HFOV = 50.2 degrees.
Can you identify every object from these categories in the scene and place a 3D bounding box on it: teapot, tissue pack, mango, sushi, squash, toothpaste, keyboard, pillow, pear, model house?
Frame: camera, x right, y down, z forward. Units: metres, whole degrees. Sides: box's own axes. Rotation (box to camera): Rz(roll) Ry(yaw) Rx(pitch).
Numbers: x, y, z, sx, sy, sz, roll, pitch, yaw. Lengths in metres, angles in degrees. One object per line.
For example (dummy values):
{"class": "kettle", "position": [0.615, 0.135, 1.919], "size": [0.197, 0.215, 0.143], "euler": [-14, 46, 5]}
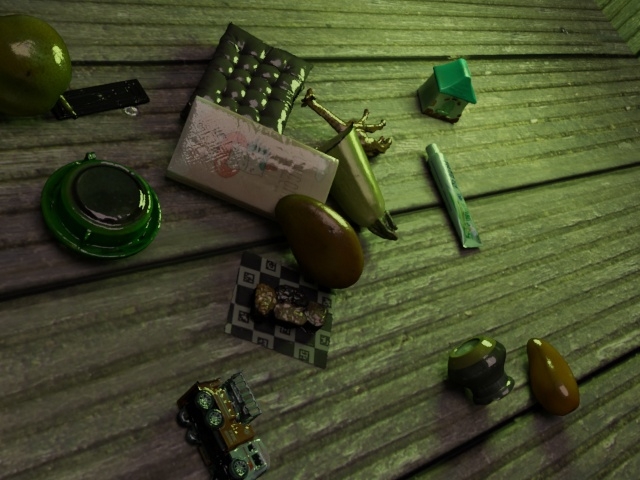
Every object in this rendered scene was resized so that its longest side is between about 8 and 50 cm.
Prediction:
{"class": "teapot", "position": [0.334, 0.264, 1.425], "size": [0.119, 0.130, 0.165], "euler": [59, 15, -5]}
{"class": "tissue pack", "position": [-0.134, -0.148, 1.392], "size": [0.325, 0.071, 0.170], "euler": [23, 79, -17]}
{"class": "mango", "position": [0.000, 0.000, 1.360], "size": [0.227, 0.136, 0.099], "euler": [52, 26, -12]}
{"class": "sushi", "position": [-0.059, 0.119, 1.309], "size": [0.215, 0.050, 0.192], "euler": [23, 50, -18]}
{"class": "squash", "position": [0.069, -0.112, 1.517], "size": [0.137, 0.137, 0.287], "euler": [-15, 76, -38]}
{"class": "toothpaste", "position": [0.331, -0.113, 1.727], "size": [0.075, 0.048, 0.296], "euler": [-1, 63, -40]}
{"class": "keyboard", "position": [-0.443, -0.284, 1.370], "size": [0.204, 0.013, 0.061], "euler": [-24, 75, -41]}
{"class": "mango", "position": [0.514, 0.304, 1.527], "size": [0.102, 0.085, 0.184], "euler": [7, 46, -24]}
{"class": "pillow", "position": [-0.155, -0.334, 1.535], "size": [0.228, 0.101, 0.326], "euler": [25, 47, -11]}
{"class": "pear", "position": [-0.519, -0.298, 1.226], "size": [0.216, 0.180, 0.166], "euler": [38, 11, -25]}
{"class": "model house", "position": [0.359, -0.416, 1.882], "size": [0.127, 0.149, 0.100], "euler": [11, 51, -25]}

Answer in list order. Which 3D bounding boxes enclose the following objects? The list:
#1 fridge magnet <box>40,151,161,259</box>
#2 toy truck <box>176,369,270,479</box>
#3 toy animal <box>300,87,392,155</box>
{"class": "fridge magnet", "position": [-0.381, -0.061, 1.202], "size": [0.208, 0.088, 0.208], "euler": [17, 52, -22]}
{"class": "toy truck", "position": [-0.144, 0.311, 1.106], "size": [0.115, 0.080, 0.177], "euler": [-9, 63, -47]}
{"class": "toy animal", "position": [0.068, -0.275, 1.638], "size": [0.276, 0.054, 0.149], "euler": [6, 66, -40]}
